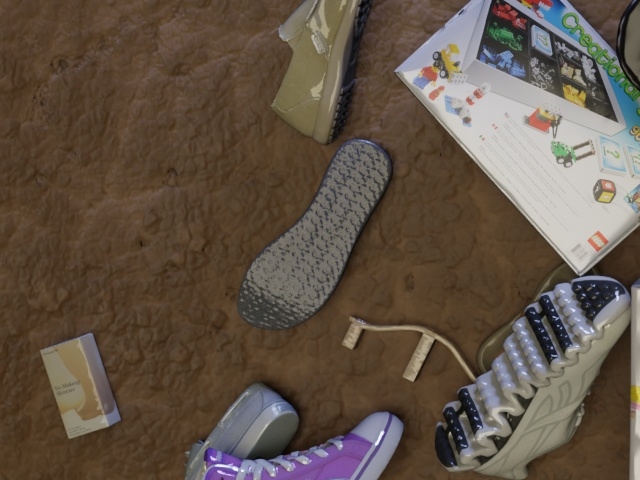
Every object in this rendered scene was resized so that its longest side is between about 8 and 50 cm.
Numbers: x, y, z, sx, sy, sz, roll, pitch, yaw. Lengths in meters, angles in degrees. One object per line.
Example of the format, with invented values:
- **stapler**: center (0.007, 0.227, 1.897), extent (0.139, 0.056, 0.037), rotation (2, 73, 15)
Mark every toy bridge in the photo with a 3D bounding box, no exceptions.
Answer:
- **toy bridge**: center (0.115, 0.131, 1.865), extent (0.188, 0.026, 0.063), rotation (27, 99, 11)

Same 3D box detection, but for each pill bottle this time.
- **pill bottle**: center (0.373, -0.201, 1.667), extent (0.123, 0.219, 0.123), rotation (1, 94, 15)

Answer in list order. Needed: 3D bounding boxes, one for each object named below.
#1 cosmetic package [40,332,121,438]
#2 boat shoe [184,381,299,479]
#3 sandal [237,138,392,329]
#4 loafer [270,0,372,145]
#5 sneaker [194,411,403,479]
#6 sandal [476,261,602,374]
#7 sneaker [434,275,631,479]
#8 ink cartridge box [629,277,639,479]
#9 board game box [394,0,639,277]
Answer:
- **cosmetic package**: center (-0.292, 0.176, 1.971), extent (0.060, 0.041, 0.115), rotation (-20, 89, 16)
- **boat shoe**: center (-0.116, 0.265, 1.921), extent (0.227, 0.079, 0.081), rotation (-52, 52, 12)
- **sandal**: center (0.001, 0.000, 1.878), extent (0.097, 0.054, 0.254), rotation (37, 93, 2)
- **loafer**: center (0.002, -0.244, 1.825), extent (0.092, 0.102, 0.268), rotation (13, 99, 8)
- **sneaker**: center (-0.042, 0.264, 1.831), extent (0.282, 0.102, 0.161), rotation (-44, 92, -14)
- **sandal**: center (0.246, 0.094, 1.814), extent (0.180, 0.049, 0.072), rotation (-43, 83, 13)
- **sneaker**: center (0.250, 0.154, 1.772), extent (0.118, 0.110, 0.292), rotation (25, 122, -24)
- **ink cartridge box**: center (0.429, 0.171, 1.696), extent (0.197, 0.198, 0.270), rotation (1, 94, 16)
- **board game box**: center (0.253, -0.136, 1.778), extent (0.193, 0.053, 0.305), rotation (-42, 83, 5)
